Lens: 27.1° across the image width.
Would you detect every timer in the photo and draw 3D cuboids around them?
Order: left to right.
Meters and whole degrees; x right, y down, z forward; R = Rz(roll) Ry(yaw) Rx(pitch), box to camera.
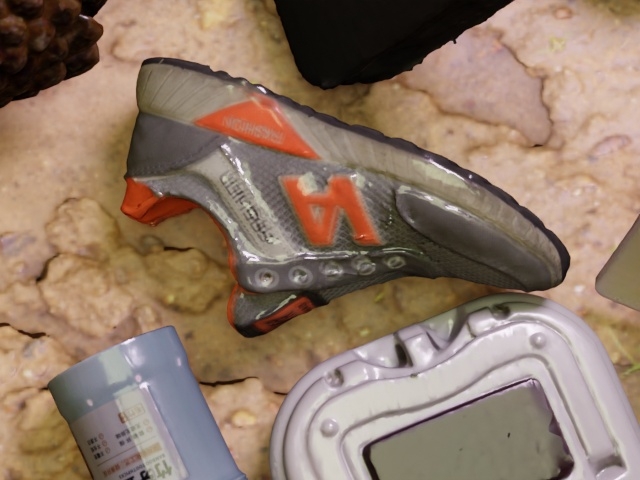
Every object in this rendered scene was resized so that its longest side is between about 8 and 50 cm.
[{"bbox_3d":[0.104,0.172,0.940,0.262,0.087,0.237,-22,83,-7],"label":"timer"}]

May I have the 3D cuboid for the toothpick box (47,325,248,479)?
[{"bbox_3d":[-0.115,0.149,0.929,0.101,0.101,0.153,-26,83,-5],"label":"toothpick box"}]

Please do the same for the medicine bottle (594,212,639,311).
[{"bbox_3d":[0.412,0.042,0.895,0.406,0.236,0.235,20,82,0],"label":"medicine bottle"}]

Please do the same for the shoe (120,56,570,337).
[{"bbox_3d":[0.000,0.000,0.940,0.337,0.132,0.171,23,91,8],"label":"shoe"}]

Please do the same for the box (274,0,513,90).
[{"bbox_3d":[0.049,-0.309,0.890,0.091,0.359,0.350,-14,82,-38],"label":"box"}]

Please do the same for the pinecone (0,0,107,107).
[{"bbox_3d":[-0.261,-0.201,0.919,0.224,0.224,0.272,-17,59,-4],"label":"pinecone"}]
